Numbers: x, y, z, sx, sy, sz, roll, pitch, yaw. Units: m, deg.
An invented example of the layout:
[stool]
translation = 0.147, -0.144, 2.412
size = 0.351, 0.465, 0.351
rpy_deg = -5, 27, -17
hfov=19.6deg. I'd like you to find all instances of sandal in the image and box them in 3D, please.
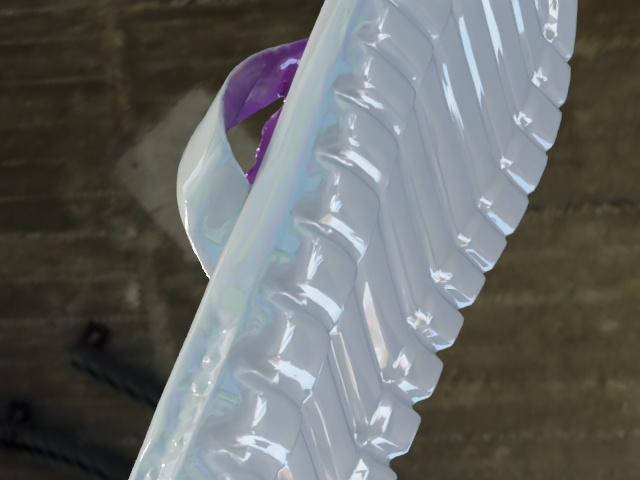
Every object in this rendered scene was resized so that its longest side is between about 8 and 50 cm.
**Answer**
[sandal]
translation = -0.005, -0.010, 0.734
size = 0.102, 0.416, 0.169
rpy_deg = 7, -35, 29
